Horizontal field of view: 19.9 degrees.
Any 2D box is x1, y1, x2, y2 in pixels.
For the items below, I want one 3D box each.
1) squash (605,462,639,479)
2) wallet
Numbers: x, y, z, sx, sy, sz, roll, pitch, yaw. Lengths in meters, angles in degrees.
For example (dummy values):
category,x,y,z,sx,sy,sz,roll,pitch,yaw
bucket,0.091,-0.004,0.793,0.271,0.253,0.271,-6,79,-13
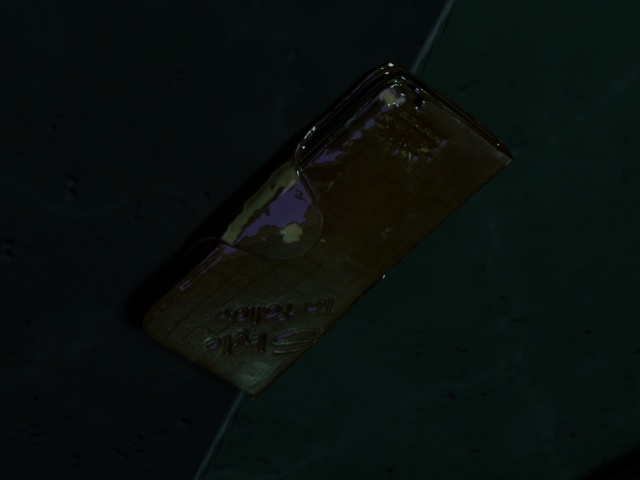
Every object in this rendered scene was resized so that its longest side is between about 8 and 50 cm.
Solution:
category,x,y,z,sx,sy,sz,roll,pitch,yaw
squash,0.239,0.149,1.041,0.340,0.094,0.094,-22,136,-1
wallet,0.000,0.000,0.841,0.176,0.026,0.095,-42,131,17
